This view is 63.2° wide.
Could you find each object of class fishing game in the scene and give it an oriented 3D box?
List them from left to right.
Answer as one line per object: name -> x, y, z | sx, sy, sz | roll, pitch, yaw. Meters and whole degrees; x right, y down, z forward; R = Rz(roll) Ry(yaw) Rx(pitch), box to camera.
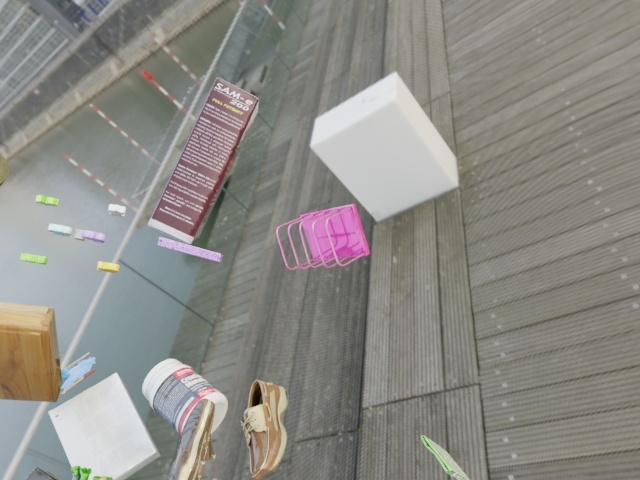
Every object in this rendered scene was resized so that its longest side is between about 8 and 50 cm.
fishing game -> -0.959, 0.527, 2.030 | 0.189, 0.041, 0.264 | -37, 20, -25

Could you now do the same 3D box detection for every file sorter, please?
file sorter -> 0.000, 0.000, 2.000 | 0.291, 0.202, 0.182 | -8, 13, 45

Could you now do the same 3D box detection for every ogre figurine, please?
ogre figurine -> -0.774, 0.840, 1.739 | 0.197, 0.097, 0.118 | 13, 83, 9

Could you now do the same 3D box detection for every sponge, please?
sponge -> -0.436, 0.033, 1.763 | 0.117, 0.210, 0.031 | 147, 139, -84

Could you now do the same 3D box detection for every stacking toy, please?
stacking toy -> -0.599, -0.017, 1.278 | 0.052, 0.221, 0.166 | 146, 131, -66

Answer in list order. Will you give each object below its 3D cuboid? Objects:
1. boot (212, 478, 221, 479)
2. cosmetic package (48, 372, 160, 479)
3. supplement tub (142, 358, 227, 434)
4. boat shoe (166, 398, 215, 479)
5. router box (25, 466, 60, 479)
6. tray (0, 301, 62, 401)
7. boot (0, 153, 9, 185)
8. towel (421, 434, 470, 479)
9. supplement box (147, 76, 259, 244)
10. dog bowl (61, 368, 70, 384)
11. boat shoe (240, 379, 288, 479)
boot -> -0.304, 0.774, 1.621 | 0.059, 0.158, 0.084 | -3, 92, 35
cosmetic package -> -0.846, 0.758, 2.039 | 0.284, 0.097, 0.377 | -28, 64, -21
supplement tub -> -0.483, 0.564, 1.853 | 0.272, 0.191, 0.191 | 29, 76, 29
boat shoe -> -0.328, 0.562, 1.401 | 0.095, 0.095, 0.257 | -9, 57, 57
router box -> -0.559, 0.575, 1.148 | 0.046, 0.179, 0.133 | -55, -4, -31
tray -> -0.807, 0.306, 1.367 | 0.411, 0.203, 0.076 | 116, 157, -46
boot -> -0.513, -0.014, 0.583 | 0.269, 0.089, 0.236 | -33, -7, 38
towel -> 0.309, 0.549, 1.292 | 0.023, 0.152, 0.113 | -45, 42, 0
supplement box -> -0.178, -0.120, 0.816 | 0.239, 0.073, 0.130 | -65, 9, 2
dog bowl -> -0.952, 0.425, 1.687 | 0.297, 0.166, 0.074 | 12, 77, 30
boat shoe -> -0.172, 0.524, 1.472 | 0.122, 0.120, 0.324 | -48, 18, 18
